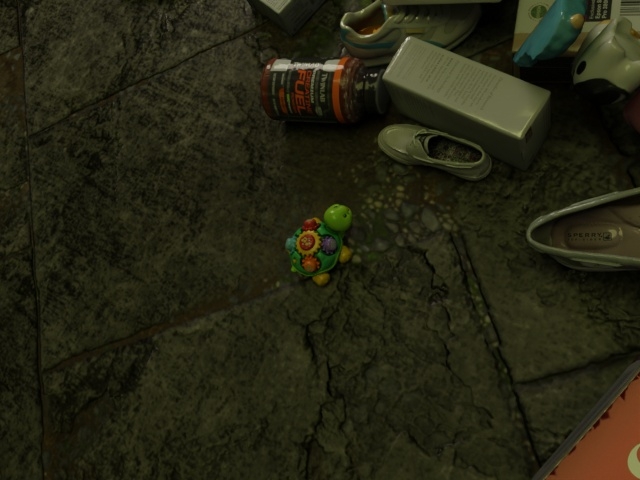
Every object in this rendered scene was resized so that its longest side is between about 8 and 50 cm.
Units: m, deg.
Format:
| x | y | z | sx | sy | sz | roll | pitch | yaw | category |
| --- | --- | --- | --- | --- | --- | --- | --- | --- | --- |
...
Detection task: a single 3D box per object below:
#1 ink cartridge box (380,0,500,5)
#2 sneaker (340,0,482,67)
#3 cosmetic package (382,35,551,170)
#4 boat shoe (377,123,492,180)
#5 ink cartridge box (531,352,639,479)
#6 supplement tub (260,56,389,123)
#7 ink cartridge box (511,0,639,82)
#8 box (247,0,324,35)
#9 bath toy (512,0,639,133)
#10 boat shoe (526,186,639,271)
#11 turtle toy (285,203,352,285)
| x | y | z | sx | sy | sz | roll | pitch | yaw | category |
| --- | --- | --- | --- | --- | --- | --- | --- | --- | --- |
| 0.211 | -0.485 | 0.936 | 0.198 | 0.115 | 0.273 | 6 | 52 | 21 | ink cartridge box |
| 0.144 | -0.348 | 0.980 | 0.228 | 0.092 | 0.088 | -14 | 67 | 15 | sneaker |
| 0.213 | -0.201 | 0.892 | 0.231 | 0.117 | 0.086 | 30 | 87 | 25 | cosmetic package |
| 0.165 | -0.139 | 0.919 | 0.184 | 0.063 | 0.066 | 29 | 85 | 26 | boat shoe |
| 0.361 | 0.185 | 0.622 | 0.130 | 0.272 | 0.309 | 41 | 91 | 27 | ink cartridge box |
| 0.009 | -0.244 | 0.989 | 0.197 | 0.106 | 0.106 | 6 | 75 | 23 | supplement tub |
| 0.390 | -0.353 | 0.892 | 0.193 | 0.088 | 0.235 | 6 | 76 | 21 | ink cartridge box |
| -0.063 | -0.466 | 1.108 | 0.126 | 0.072 | 0.137 | -47 | 64 | 1 | box |
| 0.415 | -0.171 | 0.761 | 0.348 | 0.129 | 0.151 | 35 | 54 | 3 | bath toy |
| 0.404 | -0.016 | 0.703 | 0.320 | 0.103 | 0.118 | -5 | 83 | 46 | boat shoe |
| 0.000 | 0.000 | 0.934 | 0.130 | 0.066 | 0.095 | -46 | 63 | 1 | turtle toy |
